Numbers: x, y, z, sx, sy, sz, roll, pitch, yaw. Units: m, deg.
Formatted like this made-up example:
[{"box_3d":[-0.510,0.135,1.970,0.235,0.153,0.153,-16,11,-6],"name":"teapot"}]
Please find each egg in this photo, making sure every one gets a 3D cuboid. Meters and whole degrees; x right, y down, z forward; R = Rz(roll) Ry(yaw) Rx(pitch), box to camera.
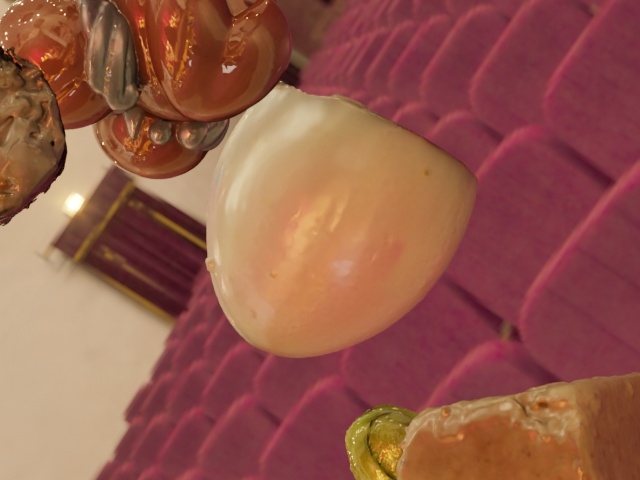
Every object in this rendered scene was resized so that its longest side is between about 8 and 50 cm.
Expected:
[{"box_3d":[0.000,0.000,1.767,0.354,0.355,0.339,163,131,-83],"name":"egg"}]

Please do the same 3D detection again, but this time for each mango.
[{"box_3d":[0.097,0.211,1.165,0.091,0.165,0.074,-55,-5,-8],"name":"mango"}]

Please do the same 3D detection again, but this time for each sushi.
[{"box_3d":[-0.269,-0.047,0.814,0.115,0.213,0.147,147,115,-65],"name":"sushi"}]

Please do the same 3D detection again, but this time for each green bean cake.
[{"box_3d":[0.127,0.118,0.687,0.109,0.085,0.179,-15,-11,32],"name":"green bean cake"}]

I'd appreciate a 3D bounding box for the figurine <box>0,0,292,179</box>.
[{"box_3d":[-0.131,-0.269,1.207,0.277,0.248,0.387,27,-114,-57],"name":"figurine"}]
